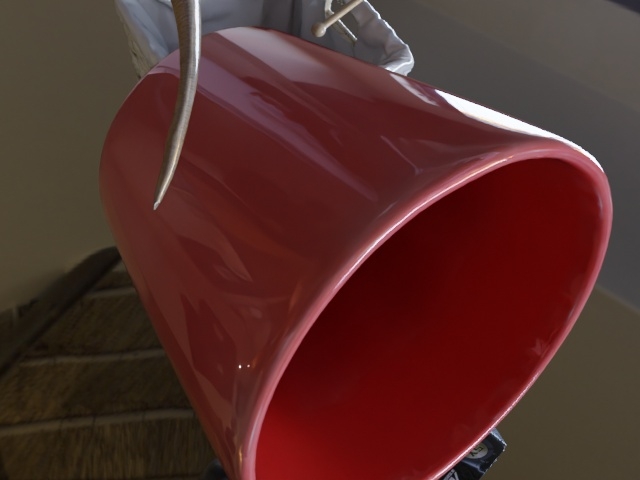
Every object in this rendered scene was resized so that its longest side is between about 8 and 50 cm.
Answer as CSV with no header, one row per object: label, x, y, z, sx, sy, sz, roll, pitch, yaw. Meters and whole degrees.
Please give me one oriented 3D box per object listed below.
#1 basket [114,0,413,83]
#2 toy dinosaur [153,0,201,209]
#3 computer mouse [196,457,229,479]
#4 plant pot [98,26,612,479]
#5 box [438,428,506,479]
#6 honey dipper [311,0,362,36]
basket,-0.092,-0.237,1.200,0.331,0.266,0.328,-25,-118,-21
toy dinosaur,-0.064,-0.130,0.246,0.064,0.112,0.211,-18,-119,-31
computer mouse,-0.140,0.370,1.106,0.188,0.272,0.072,9,-139,-28
plant pot,0.000,0.000,0.496,0.275,0.275,0.243,-29,-130,-23
box,0.149,0.296,1.036,0.077,0.147,0.180,39,-88,1
honey dipper,0.049,-0.310,1.008,0.030,0.030,0.160,39,-112,24
